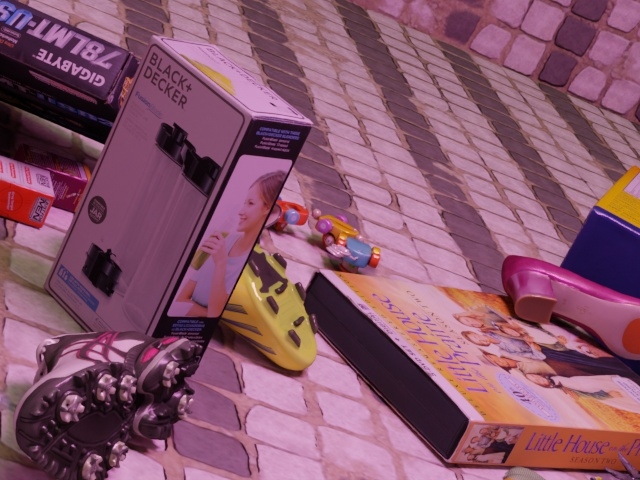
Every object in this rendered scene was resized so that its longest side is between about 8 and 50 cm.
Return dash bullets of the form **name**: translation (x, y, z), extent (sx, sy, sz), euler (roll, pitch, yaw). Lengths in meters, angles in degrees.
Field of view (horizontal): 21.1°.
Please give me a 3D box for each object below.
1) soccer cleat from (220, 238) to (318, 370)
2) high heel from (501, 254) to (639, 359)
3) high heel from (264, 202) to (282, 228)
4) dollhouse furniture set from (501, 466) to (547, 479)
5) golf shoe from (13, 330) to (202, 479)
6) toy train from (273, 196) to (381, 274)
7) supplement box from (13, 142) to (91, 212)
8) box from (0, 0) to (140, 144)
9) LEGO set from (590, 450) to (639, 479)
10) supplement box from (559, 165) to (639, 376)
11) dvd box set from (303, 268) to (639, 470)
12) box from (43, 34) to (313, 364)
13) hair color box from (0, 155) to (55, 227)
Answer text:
- **soccer cleat**: translation (-0.121, 0.036, 1.819), extent (0.289, 0.121, 0.093), euler (46, 25, -5)
- **high heel**: translation (0.344, 0.078, 2.161), extent (0.244, 0.082, 0.117), euler (10, 30, -9)
- **high heel**: translation (-0.093, -0.022, 1.998), extent (0.186, 0.093, 0.261), euler (10, 15, -26)
- **dollhouse furniture set**: translation (0.263, 0.264, 1.774), extent (0.151, 0.058, 0.076), euler (30, 19, 9)
- **golf shoe**: translation (-0.206, 0.136, 1.471), extent (0.120, 0.105, 0.273), euler (15, 9, 18)
- **toy train**: translation (0.000, 0.000, 2.154), extent (0.125, 0.046, 0.166), euler (8, 23, -41)
- **supplement box**: translation (-0.304, -0.070, 1.933), extent (0.083, 0.043, 0.055), euler (19, 20, -23)
- **box**: translation (-0.319, -0.197, 1.978), extent (0.295, 0.073, 0.293), euler (24, -8, 11)
- **LEGO set**: translation (0.279, 0.300, 1.489), extent (0.255, 0.192, 0.331), euler (13, 23, -34)
- **supplement box**: translation (0.442, 0.051, 2.366), extent (0.194, 0.195, 0.356), euler (31, 20, 11)
- **dvd box set**: translation (0.214, 0.154, 1.998), extent (0.420, 0.062, 0.307), euler (10, 24, -41)
- **box**: translation (-0.143, -0.033, 1.665), extent (0.087, 0.290, 0.169), euler (5, 29, -48)
- **hair color box**: translation (-0.361, -0.065, 1.845), extent (0.141, 0.043, 0.072), euler (18, 21, -21)
